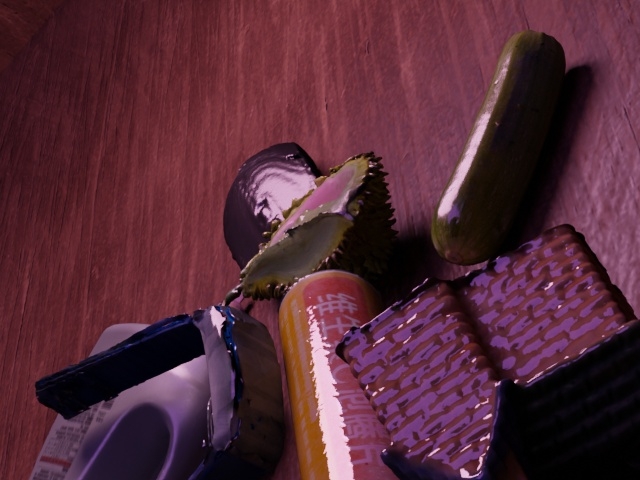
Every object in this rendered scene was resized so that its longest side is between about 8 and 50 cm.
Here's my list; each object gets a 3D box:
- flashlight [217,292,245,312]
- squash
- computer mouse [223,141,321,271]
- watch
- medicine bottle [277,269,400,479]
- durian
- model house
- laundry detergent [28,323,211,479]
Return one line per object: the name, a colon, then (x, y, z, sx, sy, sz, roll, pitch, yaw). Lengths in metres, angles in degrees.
flashlight: (-0.091, 0.090, 1.766, 0.052, 0.031, 0.110, -45, 25, 22)
squash: (0.149, -0.077, 1.486, 0.066, 0.066, 0.229, -20, 41, 54)
computer mouse: (-0.047, -0.037, 1.803, 0.122, 0.073, 0.217, -52, 26, 12)
watch: (-0.146, 0.200, 1.461, 0.274, 0.068, 0.276, -25, 51, 33)
medicine bottle: (0.025, 0.162, 1.350, 0.108, 0.108, 0.426, -48, 23, 17)
durian: (0.008, 0.004, 1.619, 0.221, 0.095, 0.137, -27, 20, 48)
model house: (0.140, 0.114, 1.156, 0.183, 0.166, 0.172, -35, 41, 7)
laundry detergent: (-0.206, 0.273, 1.628, 0.264, 0.125, 0.398, -2, 58, 60)
